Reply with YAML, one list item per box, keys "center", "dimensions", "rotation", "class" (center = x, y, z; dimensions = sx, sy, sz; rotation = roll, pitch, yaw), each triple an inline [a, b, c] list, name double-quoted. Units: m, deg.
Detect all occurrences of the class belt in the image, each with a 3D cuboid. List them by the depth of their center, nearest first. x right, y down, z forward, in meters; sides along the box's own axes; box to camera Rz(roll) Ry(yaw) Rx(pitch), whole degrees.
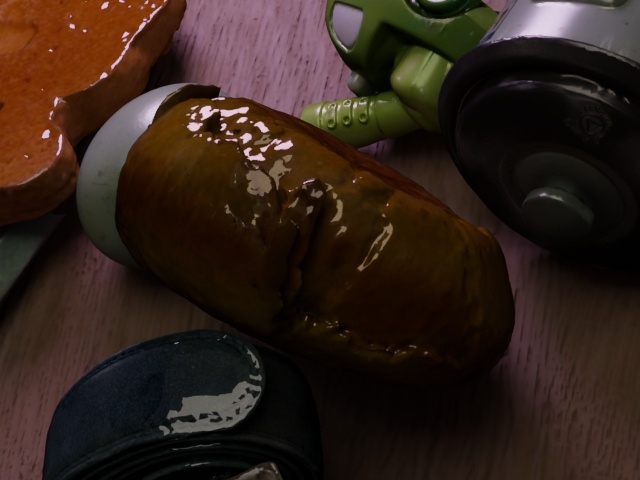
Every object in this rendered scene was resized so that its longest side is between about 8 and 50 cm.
- center: [-0.100, 0.162, 1.141]
  dimensions: [0.206, 0.267, 0.116]
  rotation: [16, 48, -24]
  class: "belt"

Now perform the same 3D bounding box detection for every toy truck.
- center: [0.085, -0.170, 1.398]
  dimensions: [0.187, 0.148, 0.211]
  rotation: [8, 72, 32]
  class: "toy truck"

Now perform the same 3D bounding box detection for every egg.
- center: [-0.139, -0.060, 1.371]
  dimensions: [0.149, 0.149, 0.192]
  rotation: [27, 65, 30]
  class: "egg"

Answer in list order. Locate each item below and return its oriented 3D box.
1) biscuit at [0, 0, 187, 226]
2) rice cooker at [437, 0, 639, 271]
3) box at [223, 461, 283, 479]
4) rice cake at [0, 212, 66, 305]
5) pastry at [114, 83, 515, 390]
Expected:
- center: [-0.327, -0.175, 1.530]
  dimensions: [0.349, 0.078, 0.455]
  rotation: [10, 53, 26]
  class: "biscuit"
- center: [0.250, -0.122, 1.243]
  dimensions: [0.316, 0.264, 0.317]
  rotation: [-13, 45, 13]
  class: "rice cooker"
- center: [-0.108, 0.343, 1.055]
  dimensions: [0.297, 0.190, 0.225]
  rotation: [-24, 53, -1]
  class: "box"
- center: [-0.343, 0.076, 1.400]
  dimensions: [0.081, 0.051, 0.290]
  rotation: [-6, 45, 54]
  class: "rice cake"
- center: [0.000, 0.000, 1.180]
  dimensions: [0.356, 0.356, 0.164]
  rotation: [26, 93, 29]
  class: "pastry"
